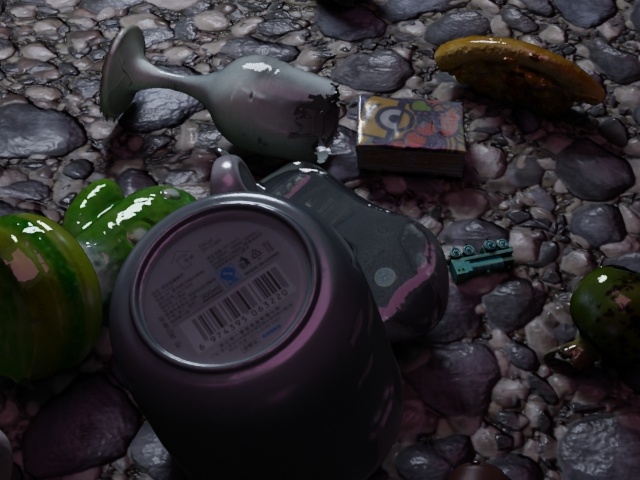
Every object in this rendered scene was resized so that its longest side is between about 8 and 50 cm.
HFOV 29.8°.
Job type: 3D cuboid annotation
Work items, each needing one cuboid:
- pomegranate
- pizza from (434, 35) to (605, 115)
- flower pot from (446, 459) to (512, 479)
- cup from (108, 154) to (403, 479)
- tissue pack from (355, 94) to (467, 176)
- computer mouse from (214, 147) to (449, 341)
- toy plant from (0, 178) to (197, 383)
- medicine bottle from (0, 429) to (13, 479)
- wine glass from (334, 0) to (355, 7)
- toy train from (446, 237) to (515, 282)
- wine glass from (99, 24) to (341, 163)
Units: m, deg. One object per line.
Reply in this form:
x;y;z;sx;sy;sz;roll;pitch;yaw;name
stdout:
0.330;0.099;1.385;0.161;0.122;0.122;-43;53;10;pomegranate
0.277;-0.232;1.690;0.246;0.127;0.058;23;72;8;pizza
0.158;0.279;1.211;0.111;0.111;0.089;13;32;9;flower pot
-0.069;0.066;1.216;0.259;0.274;0.357;-12;58;4;cup
0.121;-0.141;1.623;0.148;0.060;0.108;4;47;-1;tissue pack
0.000;0.000;1.455;0.167;0.090;0.379;-41;61;-16;computer mouse
-0.257;0.027;1.398;0.224;0.184;0.316;41;41;25;toy plant
-0.465;0.202;1.203;0.288;0.157;0.157;24;50;19;medicine bottle
-0.100;-0.450;1.879;0.264;0.096;0.309;-26;54;-27;wine glass
0.200;0.024;1.494;0.092;0.029;0.045;-10;55;-14;toy train
-0.131;-0.192;1.611;0.321;0.143;0.143;14;48;8;wine glass
